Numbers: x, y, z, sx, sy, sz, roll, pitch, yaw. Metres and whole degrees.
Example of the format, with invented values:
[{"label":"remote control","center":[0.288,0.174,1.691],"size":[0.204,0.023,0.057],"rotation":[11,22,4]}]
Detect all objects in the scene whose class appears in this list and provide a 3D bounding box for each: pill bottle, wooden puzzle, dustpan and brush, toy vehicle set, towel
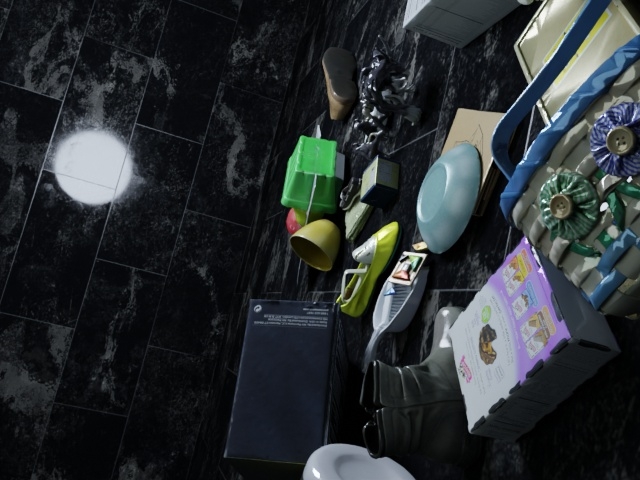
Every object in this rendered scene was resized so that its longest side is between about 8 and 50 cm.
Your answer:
[{"label":"pill bottle","center":[0.020,0.497,0.958],"size":[0.188,0.187,0.334],"rotation":[-131,57,-72]},{"label":"wooden puzzle","center":[0.156,0.048,1.157],"size":[0.078,0.014,0.116],"rotation":[-7,49,54]},{"label":"dustpan and brush","center":[0.125,0.145,1.180],"size":[0.147,0.060,0.211],"rotation":[165,120,-72]},{"label":"toy vehicle set","center":[0.344,-0.256,0.851],"size":[0.267,0.035,0.166],"rotation":[-89,21,-44]},{"label":"towel","center":[0.096,-0.079,1.574],"size":[0.110,0.027,0.148],"rotation":[-92,23,-52]}]

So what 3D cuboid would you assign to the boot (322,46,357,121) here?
[{"label":"boot","center":[0.053,-0.499,2.027],"size":[0.115,0.112,0.306],"rotation":[107,167,-48]}]

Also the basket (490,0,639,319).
[{"label":"basket","center":[0.284,-0.095,0.585],"size":[0.289,0.200,0.255],"rotation":[-103,30,-43]}]

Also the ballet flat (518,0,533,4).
[{"label":"ballet flat","center":[0.376,-0.467,0.759],"size":[0.147,0.146,0.409],"rotation":[-105,36,-62]}]

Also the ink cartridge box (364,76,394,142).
[{"label":"ink cartridge box","center":[0.149,-0.327,1.651],"size":[0.179,0.045,0.146],"rotation":[93,-172,-73]}]

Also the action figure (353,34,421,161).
[{"label":"action figure","center":[0.150,-0.313,1.418],"size":[0.276,0.140,0.164],"rotation":[100,177,-51]}]

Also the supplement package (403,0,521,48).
[{"label":"supplement package","center":[0.266,-0.468,1.149],"size":[0.244,0.138,0.134],"rotation":[164,119,-72]}]

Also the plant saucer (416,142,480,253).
[{"label":"plant saucer","center":[0.204,-0.076,1.087],"size":[0.195,0.037,0.195],"rotation":[-165,90,-75]}]

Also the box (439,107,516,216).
[{"label":"box","center":[0.253,-0.140,1.087],"size":[0.201,0.021,0.165],"rotation":[-126,53,-72]}]

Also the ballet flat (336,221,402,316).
[{"label":"ballet flat","center":[0.094,0.060,1.344],"size":[0.077,0.077,0.231],"rotation":[-105,34,-64]}]

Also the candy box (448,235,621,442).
[{"label":"candy box","center":[0.242,0.119,0.771],"size":[0.165,0.070,0.196],"rotation":[-92,24,-47]}]

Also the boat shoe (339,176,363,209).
[{"label":"boat shoe","center":[0.070,-0.116,1.581],"size":[0.125,0.038,0.046],"rotation":[134,151,-60]}]

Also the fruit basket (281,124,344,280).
[{"label":"fruit basket","center":[-0.022,-0.105,1.858],"size":[0.327,0.165,0.353],"rotation":[-85,-1,-51]}]

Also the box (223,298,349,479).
[{"label":"box","center":[-0.050,0.307,1.216],"size":[0.296,0.182,0.294],"rotation":[80,-166,-57]}]

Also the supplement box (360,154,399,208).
[{"label":"supplement box","center":[0.133,-0.131,1.438],"size":[0.083,0.056,0.083],"rotation":[132,150,-58]}]

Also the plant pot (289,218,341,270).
[{"label":"plant pot","center":[0.000,0.000,1.683],"size":[0.095,0.134,0.134],"rotation":[-53,6,-25]}]

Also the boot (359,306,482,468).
[{"label":"boot","center":[0.139,0.187,0.894],"size":[0.083,0.161,0.247],"rotation":[127,154,-52]}]
